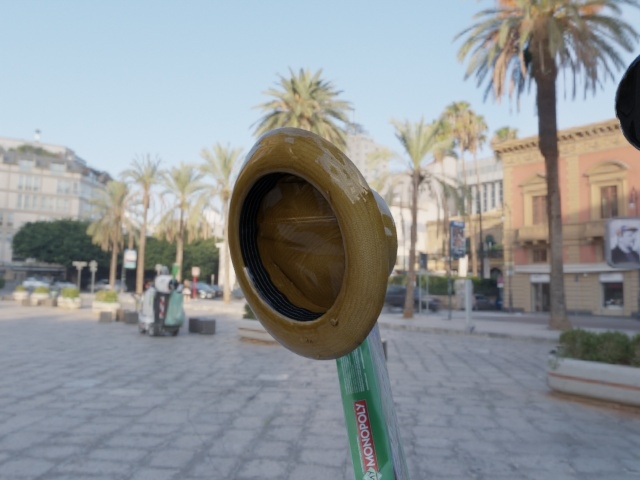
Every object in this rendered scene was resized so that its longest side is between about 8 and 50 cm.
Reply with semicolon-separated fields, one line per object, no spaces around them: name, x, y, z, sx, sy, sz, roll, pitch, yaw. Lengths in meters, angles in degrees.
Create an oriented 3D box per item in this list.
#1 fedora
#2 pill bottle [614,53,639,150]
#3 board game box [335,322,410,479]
fedora;0.000;0.000;0.449;0.079;0.195;0.194;-10;2;-39
pill bottle;0.421;-0.152;0.601;0.219;0.123;0.122;-10;3;-40
board game box;0.062;0.184;0.739;0.046;0.317;0.213;-14;-35;7
